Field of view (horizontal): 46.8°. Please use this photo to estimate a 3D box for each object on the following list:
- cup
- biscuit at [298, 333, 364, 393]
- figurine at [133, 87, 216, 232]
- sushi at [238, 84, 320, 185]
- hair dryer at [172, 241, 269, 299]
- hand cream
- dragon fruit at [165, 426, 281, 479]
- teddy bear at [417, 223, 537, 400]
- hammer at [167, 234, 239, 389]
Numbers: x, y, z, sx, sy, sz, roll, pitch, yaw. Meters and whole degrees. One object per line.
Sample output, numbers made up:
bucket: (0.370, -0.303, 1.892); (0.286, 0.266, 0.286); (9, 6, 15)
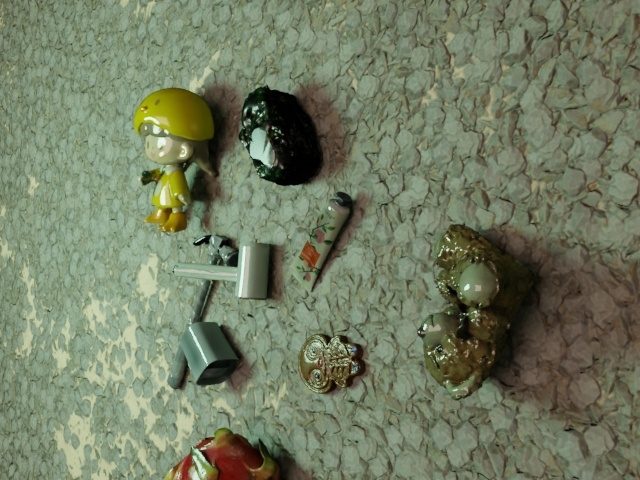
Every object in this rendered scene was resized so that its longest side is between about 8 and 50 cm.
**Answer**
cup: (-0.270, 0.278, 1.747); (0.128, 0.095, 0.129); (-55, 50, 29)
biscuit: (0.016, 0.250, 1.518); (0.175, 0.026, 0.124); (-19, 75, 42)
figurine: (-0.368, -0.202, 1.820); (0.215, 0.187, 0.343); (16, 104, 34)
sushi: (-0.094, -0.225, 1.587); (0.124, 0.127, 0.225); (-37, 61, 36)
hair dryer: (-0.230, 0.063, 1.689); (0.237, 0.073, 0.131); (3, 88, 20)
hand cream: (0.000, 0.000, 1.543); (0.080, 0.050, 0.234); (47, 125, 31)
dragon fruit: (-0.205, 0.518, 1.597); (0.227, 0.224, 0.224); (39, 114, 41)
teddy bear: (0.244, 0.126, 1.221); (0.267, 0.156, 0.256); (-96, 28, -70)
hammer: (-0.303, 0.185, 1.820); (0.152, 0.044, 0.426); (32, 109, 41)
